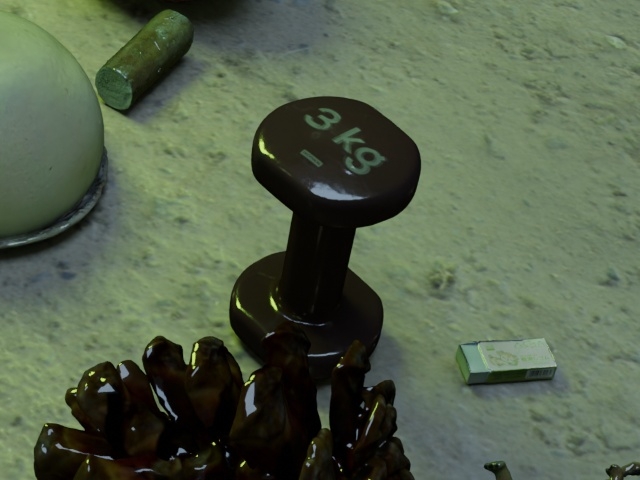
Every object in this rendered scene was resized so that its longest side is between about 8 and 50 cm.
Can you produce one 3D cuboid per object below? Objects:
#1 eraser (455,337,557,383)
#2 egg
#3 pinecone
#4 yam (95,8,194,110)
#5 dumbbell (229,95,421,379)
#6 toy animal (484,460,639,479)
[{"bbox_3d":[0.165,0.107,1.403,0.083,0.019,0.038,-3,45,-15],"label":"eraser"},{"bbox_3d":[-0.320,-0.140,1.456,0.264,0.174,0.286,5,38,-13],"label":"egg"},{"bbox_3d":[-0.060,0.170,1.127,0.309,0.244,0.244,10,40,14],"label":"pinecone"},{"bbox_3d":[-0.181,-0.186,1.631,0.054,0.054,0.132,23,43,13],"label":"yam"},{"bbox_3d":[0.000,0.000,1.329,0.124,0.225,0.140,-27,56,-34],"label":"dumbbell"},{"bbox_3d":[0.172,0.210,1.258,0.220,0.069,0.086,-19,71,-24],"label":"toy animal"}]
